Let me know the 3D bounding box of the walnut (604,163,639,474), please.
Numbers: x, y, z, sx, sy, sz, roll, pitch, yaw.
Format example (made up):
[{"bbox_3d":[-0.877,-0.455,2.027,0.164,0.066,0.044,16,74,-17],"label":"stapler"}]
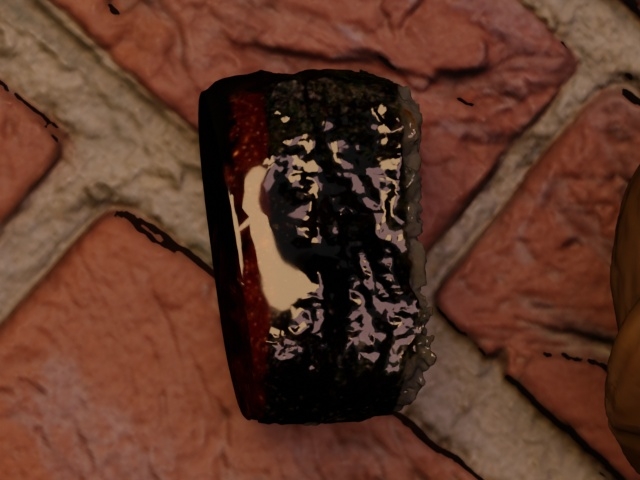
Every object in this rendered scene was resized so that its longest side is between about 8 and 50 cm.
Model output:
[{"bbox_3d":[0.361,0.023,0.984,0.384,0.383,0.383,1,83,-8],"label":"walnut"}]

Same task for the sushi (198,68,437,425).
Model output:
[{"bbox_3d":[0.000,0.000,1.021,0.126,0.136,0.225,-5,77,-12],"label":"sushi"}]
